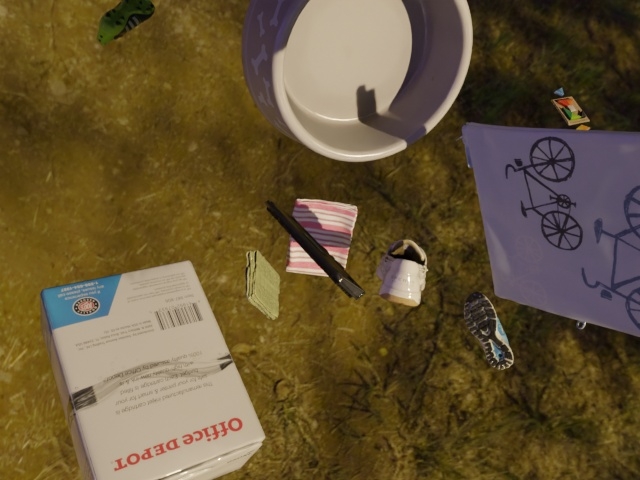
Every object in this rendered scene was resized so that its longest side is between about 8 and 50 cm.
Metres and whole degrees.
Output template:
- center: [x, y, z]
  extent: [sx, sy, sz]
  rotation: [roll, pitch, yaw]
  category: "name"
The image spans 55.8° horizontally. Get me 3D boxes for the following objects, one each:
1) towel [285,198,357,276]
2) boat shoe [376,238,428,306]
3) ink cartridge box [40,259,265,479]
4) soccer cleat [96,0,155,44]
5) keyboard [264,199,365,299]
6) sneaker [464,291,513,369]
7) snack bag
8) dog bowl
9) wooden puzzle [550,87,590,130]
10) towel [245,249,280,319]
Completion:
- center: [0.000, 0.000, 1.382]
  extent: [0.144, 0.197, 0.029]
  rotation: [7, 29, -6]
  category: "towel"
- center: [0.163, 0.045, 1.151]
  extent: [0.098, 0.096, 0.277]
  rotation: [12, 11, 2]
  category: "boat shoe"
- center: [-0.319, 0.261, 1.111]
  extent: [0.285, 0.166, 0.395]
  rotation: [-11, 59, -32]
  category: "ink cartridge box"
- center: [-0.420, -0.475, 1.297]
  extent: [0.060, 0.072, 0.179]
  rotation: [42, 40, -11]
  category: "soccer cleat"
- center: [-0.007, 0.016, 0.851]
  extent: [0.180, 0.023, 0.108]
  rotation: [47, 6, 33]
  category: "keyboard"
- center: [0.341, 0.181, 1.239]
  extent: [0.162, 0.063, 0.073]
  rotation: [68, 18, 0]
  category: "sneaker"
- center: [0.361, -0.007, 0.817]
  extent: [0.037, 0.343, 0.323]
  rotation: [-39, 124, -31]
  category: "snack bag"
- center: [0.064, -0.273, 0.886]
  extent: [0.349, 0.348, 0.102]
  rotation: [7, 31, -27]
  category: "dog bowl"
- center: [0.515, -0.267, 1.239]
  extent: [0.079, 0.014, 0.116]
  rotation: [-20, 69, -34]
  category: "wooden puzzle"
- center: [-0.117, 0.091, 1.219]
  extent: [0.148, 0.027, 0.110]
  rotation: [54, 33, -59]
  category: "towel"
